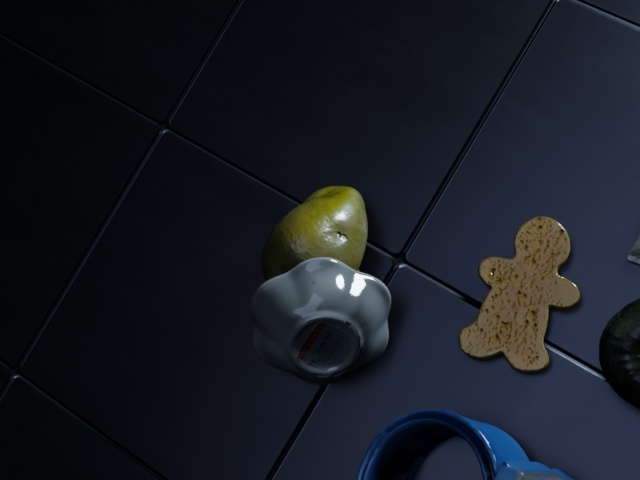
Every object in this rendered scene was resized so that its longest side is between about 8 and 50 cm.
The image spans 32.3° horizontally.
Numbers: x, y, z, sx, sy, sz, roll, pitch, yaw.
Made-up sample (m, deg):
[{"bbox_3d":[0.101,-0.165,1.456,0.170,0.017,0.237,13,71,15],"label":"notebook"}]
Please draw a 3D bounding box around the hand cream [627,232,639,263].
[{"bbox_3d":[0.514,-0.052,1.623,0.067,0.042,0.194,20,88,20],"label":"hand cream"}]

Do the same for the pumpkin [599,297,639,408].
[{"bbox_3d":[0.475,0.158,1.540,0.167,0.125,0.167,-2,77,7],"label":"pumpkin"}]

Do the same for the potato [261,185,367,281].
[{"bbox_3d":[0.000,0.000,1.730,0.157,0.157,0.194,15,59,21],"label":"potato"}]

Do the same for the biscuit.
[{"bbox_3d":[0.307,0.080,1.663,0.158,0.035,0.240,21,85,19],"label":"biscuit"}]

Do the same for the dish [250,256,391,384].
[{"bbox_3d":[0.004,0.141,1.657,0.229,0.229,0.081,-27,28,11],"label":"dish"}]

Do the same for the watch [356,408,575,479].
[{"bbox_3d":[0.182,0.403,1.547,0.275,0.241,0.305,24,88,39],"label":"watch"}]
